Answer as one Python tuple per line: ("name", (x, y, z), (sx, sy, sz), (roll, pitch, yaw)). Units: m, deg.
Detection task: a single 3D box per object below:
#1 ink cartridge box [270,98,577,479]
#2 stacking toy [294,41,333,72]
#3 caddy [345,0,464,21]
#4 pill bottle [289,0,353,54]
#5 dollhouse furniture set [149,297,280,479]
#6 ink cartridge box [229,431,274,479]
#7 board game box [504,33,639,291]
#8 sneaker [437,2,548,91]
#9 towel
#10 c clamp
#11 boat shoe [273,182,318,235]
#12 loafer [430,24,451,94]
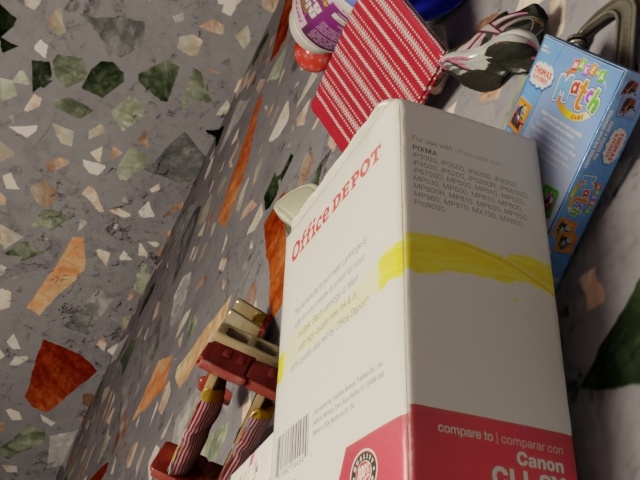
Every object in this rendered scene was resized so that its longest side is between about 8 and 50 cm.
("ink cartridge box", (0.077, 0.107, 0.795), (0.279, 0.160, 0.384), (131, 147, -53))
("stacking toy", (0.026, -0.519, 1.841), (0.141, 0.141, 0.330), (-157, 82, -72))
("caddy", (0.142, -0.460, 1.216), (0.341, 0.241, 0.179), (-48, 23, 50))
("pill bottle", (0.045, -0.444, 1.595), (0.301, 0.169, 0.169), (-13, 57, 69))
("dollhouse furniture set", (-0.133, 0.253, 1.411), (0.374, 0.152, 0.201), (-69, 3, -80))
("ink cartridge box", (-0.040, 0.307, 1.055), (0.198, 0.115, 0.067), (-53, 24, 43))
("board game box", (0.219, -0.077, 0.826), (0.160, 0.039, 0.211), (-115, 41, -63))
("sneaker", (0.216, -0.235, 1.044), (0.077, 0.072, 0.178), (-60, 24, -13))
("towel", (0.080, -0.228, 1.259), (0.199, 0.031, 0.275), (58, 142, 26))
("c clamp", (0.264, -0.165, 0.866), (0.137, 0.022, 0.160), (-27, 45, 65))
("boat shoe", (0.004, -0.002, 1.331), (0.109, 0.091, 0.305), (-30, 23, -2))
("loafer", (0.171, -0.253, 1.233), (0.045, 0.039, 0.125), (-14, 52, 28))
